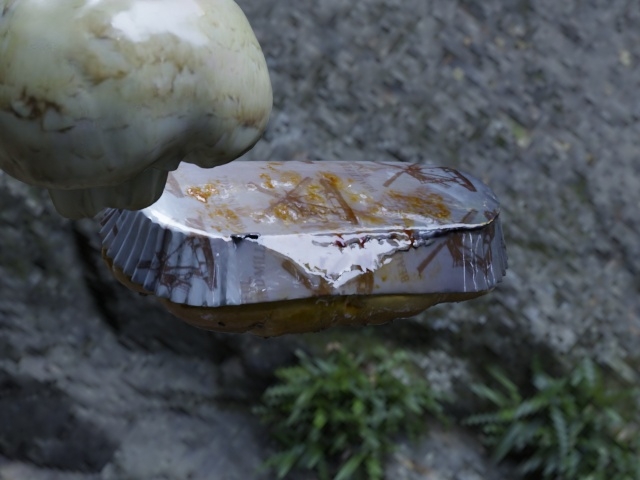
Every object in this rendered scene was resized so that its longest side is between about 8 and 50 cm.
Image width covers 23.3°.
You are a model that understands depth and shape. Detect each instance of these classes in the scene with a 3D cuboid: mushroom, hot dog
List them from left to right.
[{"bbox_3d":[-0.093,-0.068,0.666,0.148,0.112,0.148,-6,18,2],"label":"mushroom"},{"bbox_3d":[0.000,0.000,0.898,0.252,0.069,0.131,-3,36,-26],"label":"hot dog"}]
